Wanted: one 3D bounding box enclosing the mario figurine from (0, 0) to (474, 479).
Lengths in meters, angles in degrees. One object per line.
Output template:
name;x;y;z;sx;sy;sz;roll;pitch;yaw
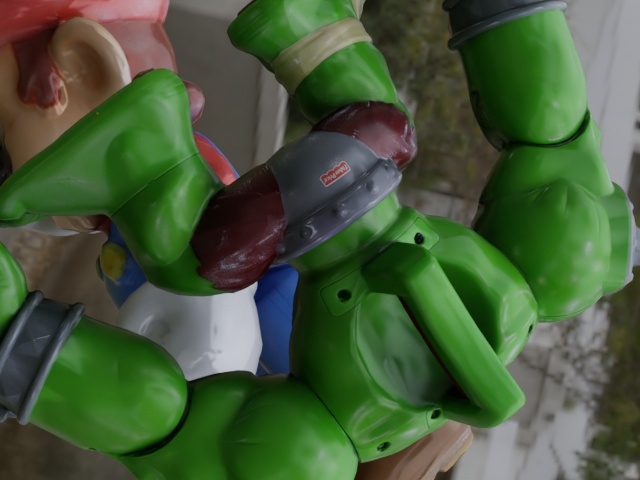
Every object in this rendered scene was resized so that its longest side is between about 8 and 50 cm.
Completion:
mario figurine;-0.090;0.009;0.619;0.198;0.320;0.170;-39;-178;45

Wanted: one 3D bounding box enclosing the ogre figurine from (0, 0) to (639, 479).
ogre figurine;0.000;0.000;0.352;0.197;0.118;0.097;-36;180;-32
